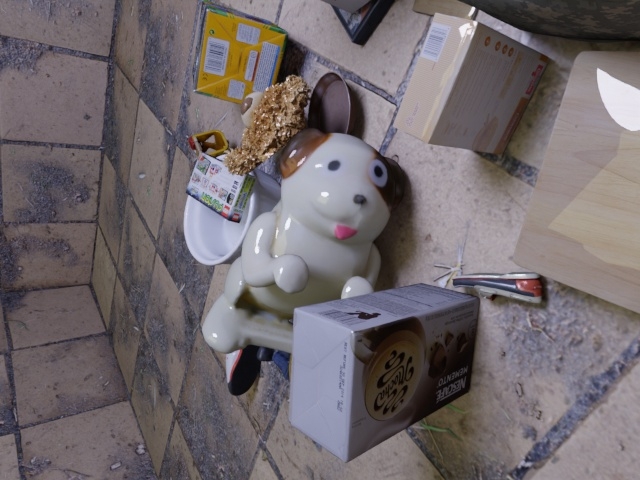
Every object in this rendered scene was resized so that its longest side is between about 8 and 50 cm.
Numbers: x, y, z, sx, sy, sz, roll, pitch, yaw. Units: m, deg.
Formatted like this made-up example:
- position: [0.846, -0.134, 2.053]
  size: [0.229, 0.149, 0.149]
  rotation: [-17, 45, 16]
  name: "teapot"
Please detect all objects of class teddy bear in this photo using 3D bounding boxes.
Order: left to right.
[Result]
- position: [-0.109, -0.246, 0.905]
  size: [0.245, 0.338, 0.113]
  rotation: [-38, 104, 18]
  name: "teddy bear"

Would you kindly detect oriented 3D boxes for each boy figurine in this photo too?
- position: [-0.042, 0.313, 1.003]
  size: [0.285, 0.092, 0.178]
  rotation: [31, 114, 49]
  name: "boy figurine"

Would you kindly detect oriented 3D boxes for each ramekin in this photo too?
- position: [-0.215, -0.067, 1.105]
  size: [0.277, 0.135, 0.278]
  rotation: [-10, 74, 40]
  name: "ramekin"

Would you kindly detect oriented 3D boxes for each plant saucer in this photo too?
- position: [0.025, -0.260, 0.897]
  size: [0.168, 0.029, 0.169]
  rotation: [18, 111, 58]
  name: "plant saucer"

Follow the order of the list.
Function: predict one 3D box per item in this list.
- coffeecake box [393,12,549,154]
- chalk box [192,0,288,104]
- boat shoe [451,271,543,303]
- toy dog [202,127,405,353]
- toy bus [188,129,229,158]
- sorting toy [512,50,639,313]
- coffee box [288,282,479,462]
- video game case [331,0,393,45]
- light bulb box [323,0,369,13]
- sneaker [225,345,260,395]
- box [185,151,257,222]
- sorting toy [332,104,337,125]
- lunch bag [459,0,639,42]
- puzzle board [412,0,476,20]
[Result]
- position: [0.204, -0.199, 0.579]
  size: [0.068, 0.185, 0.143]
  rotation: [42, 123, 41]
  name: "coffeecake box"
- position: [-0.209, -0.458, 1.049]
  size: [0.289, 0.179, 0.180]
  rotation: [-114, 38, -54]
  name: "chalk box"
- position: [0.259, 0.069, 0.645]
  size: [0.137, 0.049, 0.043]
  rotation: [-5, 91, 46]
  name: "boat shoe"
- position: [0.000, 0.000, 0.823]
  size: [0.396, 0.284, 0.408]
  rotation: [-77, 13, -54]
  name: "toy dog"
- position: [-0.306, -0.225, 1.272]
  size: [0.202, 0.104, 0.191]
  rotation: [-149, 41, -67]
  name: "toy bus"
- position: [0.377, -0.052, 0.454]
  size: [0.257, 0.089, 0.256]
  rotation: [28, 115, 46]
  name: "sorting toy"
- position: [0.105, 0.170, 0.643]
  size: [0.118, 0.297, 0.168]
  rotation: [11, 101, 47]
  name: "coffee box"
- position: [0.097, -0.562, 0.803]
  size: [0.275, 0.035, 0.249]
  rotation: [-45, 59, 43]
  name: "video game case"
- position: [0.021, -0.549, 0.584]
  size: [0.357, 0.360, 0.226]
  rotation: [-9, 85, 51]
  name: "light bulb box"
- position: [-0.243, 0.295, 1.250]
  size: [0.144, 0.090, 0.270]
  rotation: [18, 103, 50]
  name: "sneaker"
- position: [-0.241, -0.130, 1.026]
  size: [0.207, 0.036, 0.114]
  rotation: [30, 101, 40]
  name: "box"
- position: [0.041, -0.281, 0.912]
  size: [0.062, 0.012, 0.084]
  rotation: [-7, 87, 51]
  name: "sorting toy"
- position: [0.291, -0.290, 0.425]
  size: [0.287, 0.235, 0.169]
  rotation: [41, 125, 41]
  name: "lunch bag"
- position: [0.212, -0.410, 0.693]
  size: [0.128, 0.011, 0.097]
  rotation: [41, 122, 41]
  name: "puzzle board"
